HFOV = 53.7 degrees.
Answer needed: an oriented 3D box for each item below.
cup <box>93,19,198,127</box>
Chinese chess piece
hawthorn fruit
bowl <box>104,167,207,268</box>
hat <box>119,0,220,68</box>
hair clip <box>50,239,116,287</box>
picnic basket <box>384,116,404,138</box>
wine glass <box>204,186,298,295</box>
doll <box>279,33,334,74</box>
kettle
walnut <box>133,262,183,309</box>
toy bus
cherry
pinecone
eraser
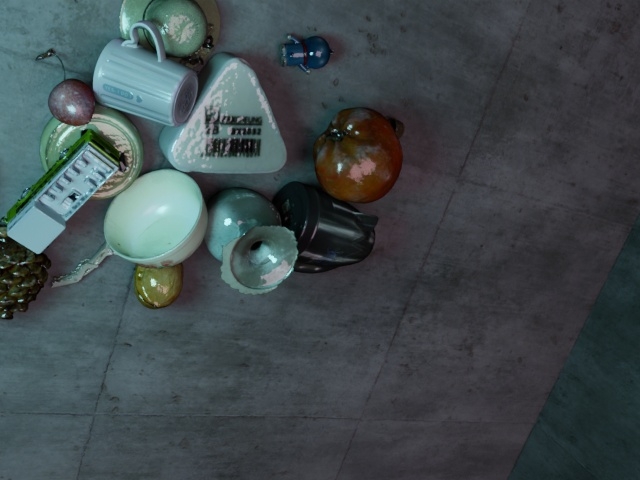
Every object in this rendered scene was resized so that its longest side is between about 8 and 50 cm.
[{"bbox_3d":[-0.412,-0.384,1.496,0.202,0.221,0.167,21,65,5],"label":"cup"},{"bbox_3d":[-0.575,-0.223,1.600,0.250,0.101,0.250,-10,117,-21],"label":"Chinese chess piece"},{"bbox_3d":[0.110,-0.243,1.837,0.284,0.284,0.284,-11,117,-22],"label":"hawthorn fruit"},{"bbox_3d":[-0.417,-0.038,1.685,0.277,0.277,0.145,-36,146,-8],"label":"bowl"},{"bbox_3d":[-0.354,-0.525,1.552,0.257,0.130,0.257,-11,118,-22],"label":"hat"},{"bbox_3d":[-0.638,0.071,1.745,0.226,0.034,0.072,-39,125,-5],"label":"hair clip"},{"bbox_3d":[0.211,-0.346,1.957,0.083,0.072,0.072,8,109,-30],"label":"picnic basket"},{"bbox_3d":[-0.208,-0.016,1.746,0.238,0.323,0.238,-10,115,-21],"label":"wine glass"},{"bbox_3d":[-0.036,-0.517,1.748,0.152,0.085,0.114,-10,106,-11],"label":"doll"},{"bbox_3d":[0.000,0.000,1.944,0.324,0.228,0.321,17,131,-34],"label":"kettle"},{"bbox_3d":[-0.455,0.110,1.778,0.144,0.180,0.144,-5,155,-2],"label":"walnut"},{"bbox_3d":[-0.608,-0.116,1.491,0.301,0.139,0.113,-43,126,7],"label":"toy bus"},{"bbox_3d":[-0.604,-0.350,1.479,0.107,0.225,0.090,-47,159,12],"label":"cherry"},{"bbox_3d":[-0.791,0.074,1.564,0.224,0.224,0.272,1,126,-27],"label":"pinecone"},{"bbox_3d":[-0.279,-0.293,1.688,0.331,0.150,0.331,-10,117,-20],"label":"eraser"}]
